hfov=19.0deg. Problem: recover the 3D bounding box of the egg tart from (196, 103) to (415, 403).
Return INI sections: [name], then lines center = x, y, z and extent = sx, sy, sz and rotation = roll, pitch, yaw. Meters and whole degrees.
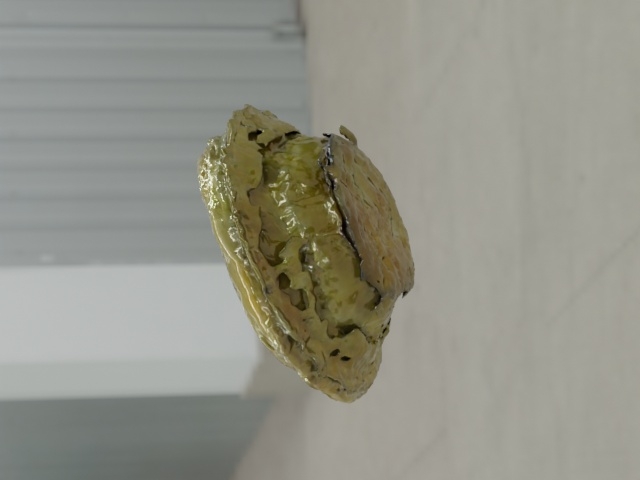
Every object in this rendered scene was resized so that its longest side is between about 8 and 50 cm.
[egg tart]
center = 0.000, 0.000, 1.406
extent = 0.241, 0.106, 0.241
rotation = 52, -157, -33
